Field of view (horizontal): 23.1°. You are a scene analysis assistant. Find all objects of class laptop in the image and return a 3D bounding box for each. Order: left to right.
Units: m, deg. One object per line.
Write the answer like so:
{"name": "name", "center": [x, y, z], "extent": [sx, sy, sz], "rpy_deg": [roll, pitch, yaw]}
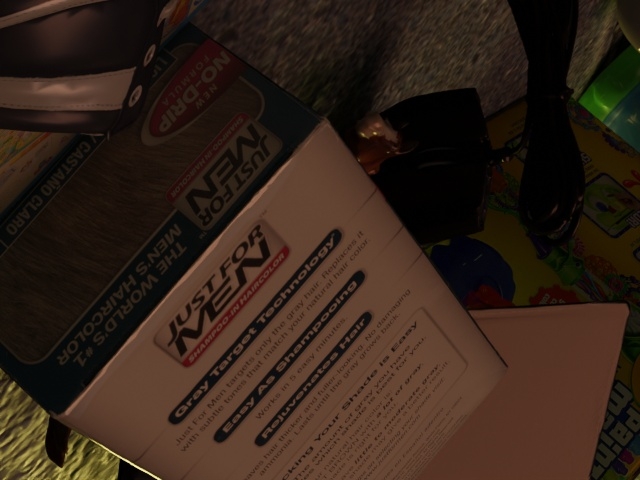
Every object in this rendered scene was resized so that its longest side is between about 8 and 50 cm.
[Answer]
{"name": "laptop", "center": [-0.012, 0.200, 1.237], "extent": [0.382, 0.236, 0.408], "rpy_deg": [-1, 170, -23]}

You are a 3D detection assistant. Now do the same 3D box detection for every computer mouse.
{"name": "computer mouse", "center": [0.065, -0.081, 0.978], "extent": [0.060, 0.184, 0.262], "rpy_deg": [5, 173, -29]}

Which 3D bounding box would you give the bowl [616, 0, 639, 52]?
{"name": "bowl", "center": [0.311, -0.235, 1.332], "extent": [0.142, 0.053, 0.142], "rpy_deg": [-28, 156, -51]}

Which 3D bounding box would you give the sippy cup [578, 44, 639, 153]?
{"name": "sippy cup", "center": [0.395, -0.086, 1.513], "extent": [0.240, 0.224, 0.305], "rpy_deg": [-17, 154, -41]}

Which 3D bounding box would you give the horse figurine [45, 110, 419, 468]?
{"name": "horse figurine", "center": [-0.071, 0.009, 0.892], "extent": [0.263, 0.066, 0.174], "rpy_deg": [-52, 158, 7]}

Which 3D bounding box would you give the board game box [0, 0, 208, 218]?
{"name": "board game box", "center": [-0.110, -0.079, 0.644], "extent": [0.154, 0.026, 0.103], "rpy_deg": [-47, 164, -3]}

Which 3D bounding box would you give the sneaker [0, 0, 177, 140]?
{"name": "sneaker", "center": [-0.040, -0.137, 0.550], "extent": [0.282, 0.099, 0.153], "rpy_deg": [-29, 152, -32]}

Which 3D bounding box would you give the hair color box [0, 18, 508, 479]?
{"name": "hair color box", "center": [-0.030, 0.049, 0.819], "extent": [0.174, 0.105, 0.347], "rpy_deg": [-49, 151, -5]}

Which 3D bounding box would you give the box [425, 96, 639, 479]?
{"name": "box", "center": [0.199, 0.075, 1.363], "extent": [0.177, 0.279, 0.290], "rpy_deg": [-31, 157, -47]}
